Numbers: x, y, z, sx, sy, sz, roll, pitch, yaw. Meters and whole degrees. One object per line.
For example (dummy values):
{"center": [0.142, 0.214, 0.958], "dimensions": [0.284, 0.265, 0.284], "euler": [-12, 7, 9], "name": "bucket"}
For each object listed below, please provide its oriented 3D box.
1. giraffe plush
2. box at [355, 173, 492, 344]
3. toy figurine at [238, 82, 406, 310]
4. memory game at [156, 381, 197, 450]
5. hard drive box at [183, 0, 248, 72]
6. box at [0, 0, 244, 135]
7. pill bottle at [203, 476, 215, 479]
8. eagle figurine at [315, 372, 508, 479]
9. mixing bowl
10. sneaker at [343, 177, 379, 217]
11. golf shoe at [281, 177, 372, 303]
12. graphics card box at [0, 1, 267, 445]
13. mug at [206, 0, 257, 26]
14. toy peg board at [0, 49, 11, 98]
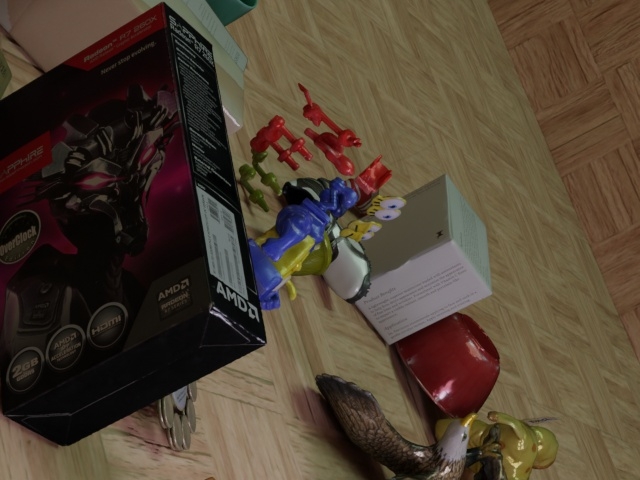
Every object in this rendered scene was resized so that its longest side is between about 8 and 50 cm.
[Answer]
{"center": [0.262, 0.345, 2.190], "dimensions": [0.181, 0.210, 0.171], "euler": [14, 71, -25], "name": "giraffe plush"}
{"center": [0.142, 0.027, 2.259], "dimensions": [0.119, 0.181, 0.182], "euler": [52, 22, -27], "name": "box"}
{"center": [-0.075, -0.005, 1.858], "dimensions": [0.191, 0.217, 0.362], "euler": [47, -23, -1], "name": "toy figurine"}
{"center": [-0.150, 0.123, 1.561], "dimensions": [0.186, 0.012, 0.186], "euler": [-8, 90, -84], "name": "memory game"}
{"center": [-0.200, -0.262, 1.931], "dimensions": [0.232, 0.089, 0.181], "euler": [54, 22, -21], "name": "hard drive box"}
{"center": [-0.231, -0.231, 1.734], "dimensions": [0.311, 0.148, 0.121], "euler": [47, 24, -32], "name": "box"}
{"center": [-0.083, 0.337, 1.372], "dimensions": [0.246, 0.130, 0.130], "euler": [64, 20, 5], "name": "pill bottle"}
{"center": [0.116, 0.286, 1.918], "dimensions": [0.298, 0.225, 0.226], "euler": [7, 8, -32], "name": "eagle figurine"}
{"center": [0.202, 0.173, 2.286], "dimensions": [0.181, 0.098, 0.181], "euler": [47, 15, -17], "name": "mixing bowl"}
{"center": [0.055, -0.061, 2.382], "dimensions": [0.118, 0.067, 0.042], "euler": [87, -12, -56], "name": "sneaker"}
{"center": [0.000, 0.000, 2.124], "dimensions": [0.094, 0.077, 0.198], "euler": [11, 46, -52], "name": "golf shoe"}
{"center": [-0.191, -0.021, 1.426], "dimensions": [0.094, 0.232, 0.371], "euler": [40, 30, -48], "name": "graphics card box"}
{"center": [-0.169, -0.358, 2.120], "dimensions": [0.157, 0.097, 0.129], "euler": [36, 33, -49], "name": "mug"}
{"center": [-0.373, -0.178, 1.445], "dimensions": [0.161, 0.079, 0.161], "euler": [-83, 156, -57], "name": "toy peg board"}
